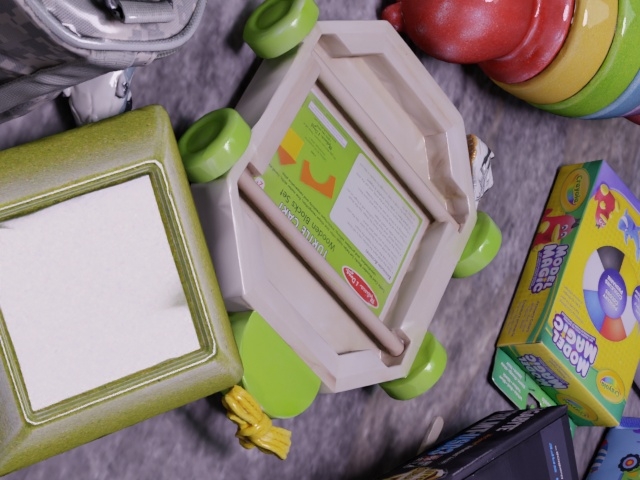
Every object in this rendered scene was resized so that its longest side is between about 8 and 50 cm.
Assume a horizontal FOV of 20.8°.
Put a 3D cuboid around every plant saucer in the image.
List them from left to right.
[{"bbox_3d":[-0.144,0.030,1.053,0.188,0.045,0.188,-20,99,-25],"label":"plant saucer"}]

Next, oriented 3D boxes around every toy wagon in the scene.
[{"bbox_3d":[0.000,0.000,1.241,0.267,0.068,0.344,48,53,-30],"label":"toy wagon"}]

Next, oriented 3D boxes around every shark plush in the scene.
[{"bbox_3d":[-0.130,-0.101,1.132,0.067,0.073,0.161,28,55,-74],"label":"shark plush"}]

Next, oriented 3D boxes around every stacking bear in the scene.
[{"bbox_3d":[0.186,-0.186,1.412,0.289,0.175,0.164,6,72,-36],"label":"stacking bear"}]

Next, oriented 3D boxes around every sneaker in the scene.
[{"bbox_3d":[0.125,-0.043,1.404,0.037,0.032,0.083,30,63,-40],"label":"sneaker"}]

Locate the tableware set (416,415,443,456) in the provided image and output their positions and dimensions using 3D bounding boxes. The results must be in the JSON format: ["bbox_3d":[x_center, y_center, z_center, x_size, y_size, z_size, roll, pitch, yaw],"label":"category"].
[{"bbox_3d":[0.059,0.237,1.289,0.128,0.039,0.194,54,55,-42],"label":"tableware set"}]

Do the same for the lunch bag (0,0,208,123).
[{"bbox_3d":[-0.195,-0.180,0.898,0.212,0.305,0.256,1,80,-44],"label":"lunch bag"}]

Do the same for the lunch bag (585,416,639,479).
[{"bbox_3d":[0.345,0.261,1.399,0.138,0.293,0.221,54,49,-27],"label":"lunch bag"}]

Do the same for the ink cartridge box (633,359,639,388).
[{"bbox_3d":[0.473,0.120,1.649,0.395,0.166,0.285,52,51,-29],"label":"ink cartridge box"}]

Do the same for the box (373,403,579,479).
[{"bbox_3d":[0.122,0.286,1.223,0.293,0.073,0.296,-12,94,-65],"label":"box"}]

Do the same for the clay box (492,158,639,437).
[{"bbox_3d":[0.225,0.057,1.479,0.127,0.053,0.222,44,54,-33],"label":"clay box"}]
